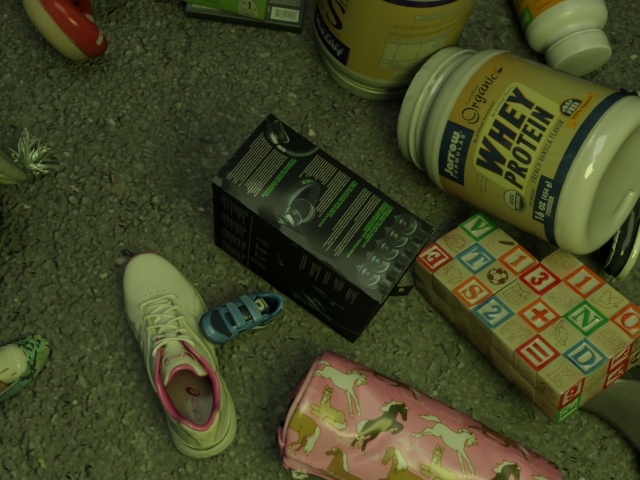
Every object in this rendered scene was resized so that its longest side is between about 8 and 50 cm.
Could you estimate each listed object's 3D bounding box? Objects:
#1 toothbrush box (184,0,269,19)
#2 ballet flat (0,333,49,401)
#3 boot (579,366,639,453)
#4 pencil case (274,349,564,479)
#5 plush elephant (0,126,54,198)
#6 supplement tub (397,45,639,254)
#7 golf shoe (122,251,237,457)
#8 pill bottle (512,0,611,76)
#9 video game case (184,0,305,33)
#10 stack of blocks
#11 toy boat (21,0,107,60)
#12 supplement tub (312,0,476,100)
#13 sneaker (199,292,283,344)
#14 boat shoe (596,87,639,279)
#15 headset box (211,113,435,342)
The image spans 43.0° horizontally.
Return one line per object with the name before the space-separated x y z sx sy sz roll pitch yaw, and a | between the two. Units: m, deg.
toothbrush box | -0.165 -0.485 1.231 0.206 0.283 0.122 13 70 -1
ballet flat | -0.452 0.193 1.101 0.188 0.070 0.070 -42 80 -18
boot | 0.468 0.299 1.147 0.338 0.118 0.222 6 76 1
pencil case | 0.132 0.296 1.082 0.386 0.160 0.167 25 103 2
plush elephant | -0.527 -0.108 1.082 0.330 0.255 0.272 -39 66 -22
supplement tub | 0.291 -0.141 1.170 0.316 0.228 0.228 30 68 34
golf shoe | -0.194 0.141 1.110 0.115 0.140 0.306 -23 73 -12
pill bottle | 0.399 -0.402 1.368 0.136 0.136 0.245 -11 72 -10
video game case | -0.115 -0.491 1.401 0.196 0.026 0.274 7 69 -4
stack of blocks | 0.291 0.090 1.147 0.171 0.087 0.297 -32 52 -16
toy boat | -0.374 -0.397 1.261 0.151 0.151 0.231 -19 74 8
supplement tub | 0.114 -0.381 1.224 0.241 0.331 0.241 2 70 -6
sneaker | -0.109 0.103 1.138 0.144 0.059 0.053 -18 74 -52
boat shoe | 0.444 -0.102 1.274 0.113 0.127 0.340 14 68 0
headset box | 0.000 0.000 1.122 0.283 0.246 0.131 36 71 7
